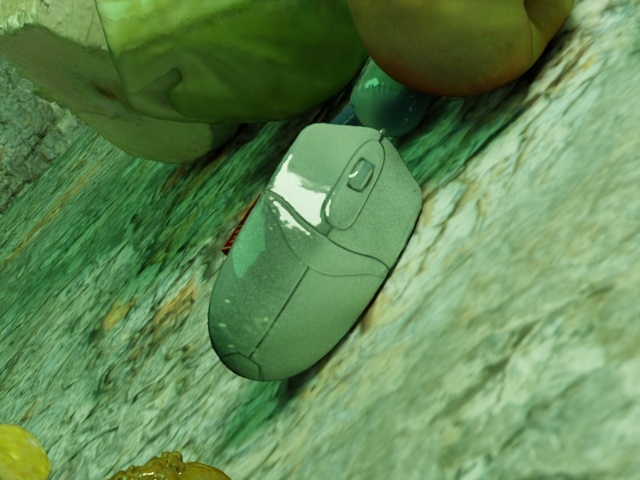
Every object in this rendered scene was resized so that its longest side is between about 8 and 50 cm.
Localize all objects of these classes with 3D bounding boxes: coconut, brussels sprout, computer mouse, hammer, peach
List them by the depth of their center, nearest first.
[{"bbox_3d":[0.001,0.000,0.752,0.229,0.113,0.068,-60,7,-17],"label":"computer mouse"},{"bbox_3d":[0.107,-0.201,0.802,0.184,0.184,0.184,-42,21,20],"label":"peach"},{"bbox_3d":[0.043,-0.125,0.968,0.194,0.069,0.116,-36,23,52],"label":"hammer"},{"bbox_3d":[-0.085,-0.271,1.137,0.355,0.289,0.281,-28,13,-19],"label":"brussels sprout"},{"bbox_3d":[-0.218,-0.335,1.429,0.404,0.404,0.404,-42,21,20],"label":"coconut"}]

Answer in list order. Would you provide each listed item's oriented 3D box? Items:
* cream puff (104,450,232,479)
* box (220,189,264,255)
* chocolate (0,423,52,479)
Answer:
[{"bbox_3d":[-0.104,0.193,0.622,0.126,0.103,0.144,-50,14,1],"label":"cream puff"},{"bbox_3d":[-0.063,-0.017,1.035,0.082,0.023,0.051,-57,22,-20],"label":"box"},{"bbox_3d":[-0.442,0.342,1.016,0.445,0.162,0.162,-42,21,10],"label":"chocolate"}]
